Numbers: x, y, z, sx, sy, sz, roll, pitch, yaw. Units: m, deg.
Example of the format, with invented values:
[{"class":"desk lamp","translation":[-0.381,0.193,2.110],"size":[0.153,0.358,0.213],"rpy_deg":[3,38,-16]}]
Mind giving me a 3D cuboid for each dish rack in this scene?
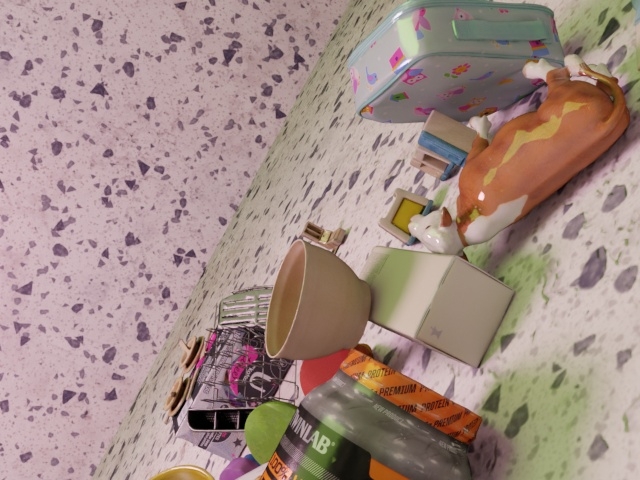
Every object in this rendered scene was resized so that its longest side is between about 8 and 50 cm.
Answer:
[{"class":"dish rack","translation":[-0.132,0.212,1.361],"size":[0.208,0.074,0.272],"rpy_deg":[-8,69,27]}]

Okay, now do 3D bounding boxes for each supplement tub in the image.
[{"class":"supplement tub","translation":[0.025,0.282,0.752],"size":[0.316,0.193,0.193],"rpy_deg":[-62,15,-7]}]

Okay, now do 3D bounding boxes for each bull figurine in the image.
[{"class":"bull figurine","translation":[0.239,-0.100,0.922],"size":[0.310,0.101,0.188],"rpy_deg":[-37,31,37]}]

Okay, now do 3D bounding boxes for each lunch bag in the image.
[{"class":"lunch bag","translation":[0.198,-0.258,1.071],"size":[0.224,0.279,0.108],"rpy_deg":[-37,63,60]}]

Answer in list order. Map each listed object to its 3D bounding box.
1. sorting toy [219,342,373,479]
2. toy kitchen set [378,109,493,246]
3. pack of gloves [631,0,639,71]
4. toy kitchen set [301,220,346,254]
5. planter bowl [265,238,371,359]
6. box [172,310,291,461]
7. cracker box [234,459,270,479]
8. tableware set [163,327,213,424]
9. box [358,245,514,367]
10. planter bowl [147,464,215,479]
[{"class":"sorting toy","translation":[-0.023,0.269,1.168],"size":[0.365,0.127,0.126],"rpy_deg":[-50,-6,28]},{"class":"toy kitchen set","translation":[0.178,-0.075,1.149],"size":[0.166,0.122,0.207],"rpy_deg":[-62,-6,-5]},{"class":"pack of gloves","translation":[0.437,-0.321,0.865],"size":[0.232,0.046,0.195],"rpy_deg":[-71,6,-45]},{"class":"toy kitchen set","translation":[0.000,0.000,1.608],"size":[0.068,0.075,0.083],"rpy_deg":[-66,11,-16]},{"class":"planter bowl","translation":[0.002,0.089,1.009],"size":[0.162,0.109,0.162],"rpy_deg":[-166,90,-75]},{"class":"box","translation":[-0.181,0.294,1.528],"size":[0.247,0.142,0.163],"rpy_deg":[-62,16,-2]},{"class":"cracker box","translation":[-0.058,0.353,0.987],"size":[0.155,0.067,0.232],"rpy_deg":[-24,1,-22]},{"class":"tableware set","translation":[-0.289,0.274,1.560],"size":[0.128,0.039,0.194],"rpy_deg":[-48,20,40]},{"class":"box","translation":[0.130,0.077,0.987],"size":[0.113,0.094,0.275],"rpy_deg":[-62,15,-4]},{"class":"planter bowl","translation":[-0.168,0.381,0.868],"size":[0.217,0.090,0.217],"rpy_deg":[-30,33,22]}]
